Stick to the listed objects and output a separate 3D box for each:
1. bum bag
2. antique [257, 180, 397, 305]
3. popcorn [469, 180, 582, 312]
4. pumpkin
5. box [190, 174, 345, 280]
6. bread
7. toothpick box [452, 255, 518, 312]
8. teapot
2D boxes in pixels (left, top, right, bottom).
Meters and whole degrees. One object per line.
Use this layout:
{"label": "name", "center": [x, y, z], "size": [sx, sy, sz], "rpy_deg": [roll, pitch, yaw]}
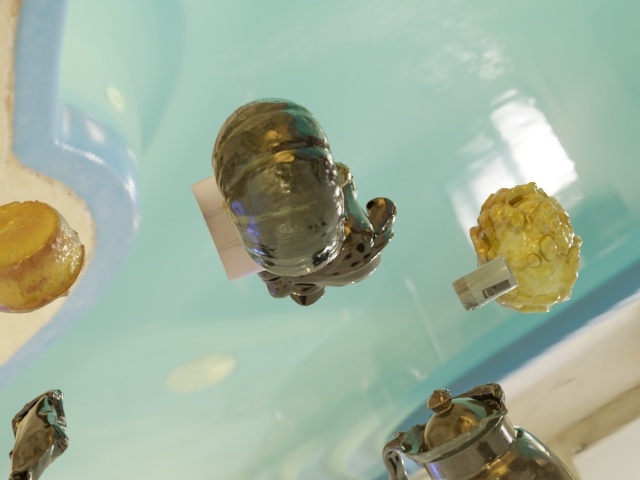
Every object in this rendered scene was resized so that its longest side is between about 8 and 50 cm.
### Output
{"label": "bum bag", "center": [-0.486, 0.343, 1.797], "size": [0.079, 0.326, 0.142], "rpy_deg": [40, 93, -19]}
{"label": "antique", "center": [0.000, 0.000, 2.253], "size": [0.322, 0.255, 0.185], "rpy_deg": [-9, 132, 18]}
{"label": "popcorn", "center": [0.352, 0.020, 1.864], "size": [0.192, 0.233, 0.266], "rpy_deg": [-19, 160, -17]}
{"label": "pumpkin", "center": [-0.040, -0.061, 1.182], "size": [0.152, 0.212, 0.212], "rpy_deg": [-26, 155, 2]}
{"label": "box", "center": [-0.100, -0.055, 1.934], "size": [0.251, 0.203, 0.106], "rpy_deg": [-18, -176, 42]}
{"label": "bread", "center": [-0.600, 0.031, 2.092], "size": [0.268, 0.268, 0.146], "rpy_deg": [-21, 131, -3]}
{"label": "toothpick box", "center": [0.240, 0.063, 1.513], "size": [0.083, 0.052, 0.052], "rpy_deg": [-30, 154, 12]}
{"label": "teapot", "center": [0.233, 0.341, 1.565], "size": [0.223, 0.285, 0.305], "rpy_deg": [-33, -175, -13]}
